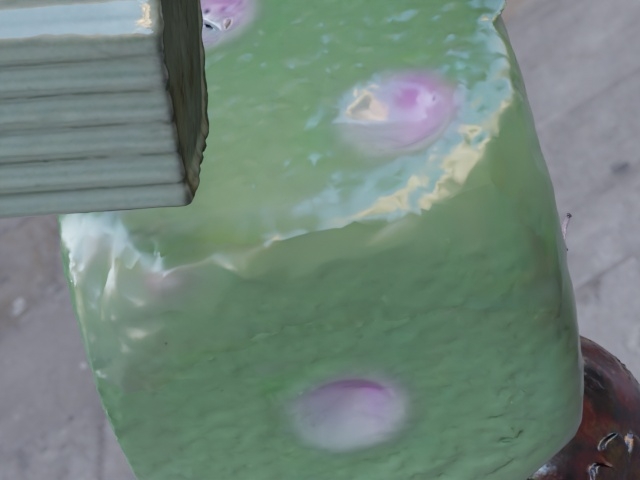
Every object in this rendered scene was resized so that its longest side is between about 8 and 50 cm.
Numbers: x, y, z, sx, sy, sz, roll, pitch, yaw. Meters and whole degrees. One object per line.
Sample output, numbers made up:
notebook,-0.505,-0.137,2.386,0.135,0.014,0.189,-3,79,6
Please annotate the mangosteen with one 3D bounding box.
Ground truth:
mangosteen,0.201,0.228,1.731,0.311,0.311,0.311,-29,26,16

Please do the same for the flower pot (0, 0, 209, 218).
flower pot,-0.160,-0.127,0.873,0.189,0.239,0.209,-4,49,3

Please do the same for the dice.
dice,0.000,0.000,1.199,0.318,0.322,0.330,-12,46,3

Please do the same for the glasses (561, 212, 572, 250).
glasses,0.159,0.047,1.477,0.255,0.095,0.162,-98,30,-73
